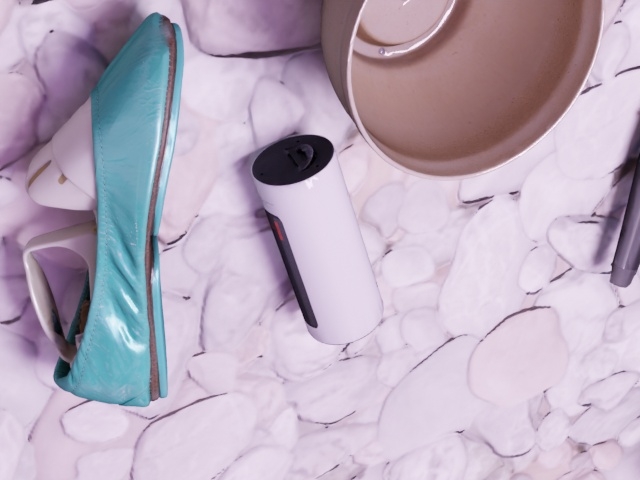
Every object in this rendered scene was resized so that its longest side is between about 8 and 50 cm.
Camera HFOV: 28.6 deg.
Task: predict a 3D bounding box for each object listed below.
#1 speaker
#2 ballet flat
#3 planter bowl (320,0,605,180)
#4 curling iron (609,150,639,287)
[{"bbox_3d":[0.000,0.000,0.803,0.055,0.055,0.136,-27,128,-11],"label":"speaker"},{"bbox_3d":[-0.127,-0.009,0.720,0.087,0.083,0.247,0,117,-12],"label":"ballet flat"},{"bbox_3d":[0.066,-0.130,0.725,0.162,0.109,0.162,-13,123,-20],"label":"planter bowl"},{"bbox_3d":[0.238,-0.092,0.883,0.068,0.035,0.274,-7,120,-26],"label":"curling iron"}]
